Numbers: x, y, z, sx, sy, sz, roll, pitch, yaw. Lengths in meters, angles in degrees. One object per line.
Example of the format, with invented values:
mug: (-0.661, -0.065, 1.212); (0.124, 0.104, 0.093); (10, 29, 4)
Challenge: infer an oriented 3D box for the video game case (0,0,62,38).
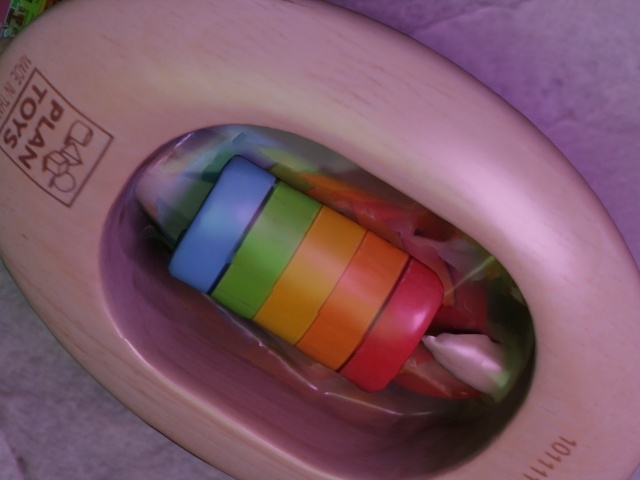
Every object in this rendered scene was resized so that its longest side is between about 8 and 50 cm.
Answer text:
video game case: (-0.202, -0.108, 0.941); (0.206, 0.026, 0.227); (28, 118, 4)

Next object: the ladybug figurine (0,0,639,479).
ladybug figurine: (0.000, 0.000, 0.834); (0.449, 0.162, 0.305); (35, 119, -5)
